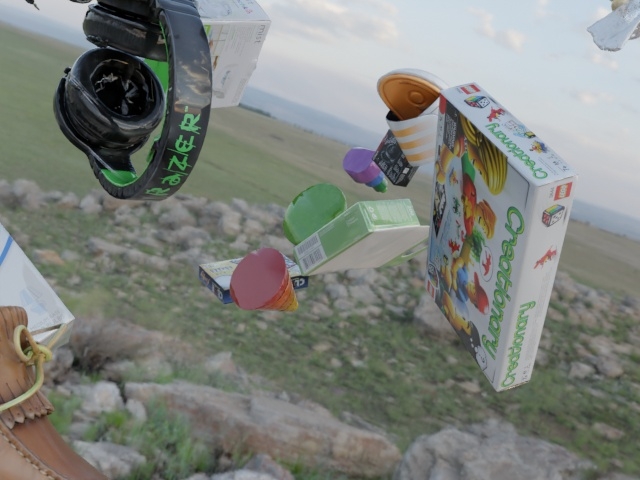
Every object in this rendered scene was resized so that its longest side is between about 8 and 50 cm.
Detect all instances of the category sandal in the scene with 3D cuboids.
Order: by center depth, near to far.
[{"bbox_3d":[0.171,-0.123,0.993,0.265,0.076,0.102,46,-35,-21],"label":"sandal"}]

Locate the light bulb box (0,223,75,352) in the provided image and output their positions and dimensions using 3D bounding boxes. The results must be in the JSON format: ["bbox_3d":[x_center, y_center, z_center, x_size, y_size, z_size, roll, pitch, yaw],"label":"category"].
[{"bbox_3d":[-0.667,0.113,1.190,0.361,0.358,0.225,51,-29,1],"label":"light bulb box"}]

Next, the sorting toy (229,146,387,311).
[{"bbox_3d":[0.000,0.000,1.296,0.127,0.366,0.126,37,-5,45],"label":"sorting toy"}]

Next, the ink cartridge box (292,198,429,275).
[{"bbox_3d":[0.096,-0.005,1.159,0.235,0.171,0.056,-6,69,-43],"label":"ink cartridge box"}]

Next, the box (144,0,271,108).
[{"bbox_3d":[-0.272,-0.441,1.689,0.231,0.262,0.127,-16,58,-38],"label":"box"}]

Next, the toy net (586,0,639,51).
[{"bbox_3d":[0.423,-0.340,0.952,0.122,0.232,0.045,-4,-27,43],"label":"toy net"}]

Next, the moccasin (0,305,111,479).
[{"bbox_3d":[-0.320,0.099,0.658,0.380,0.147,0.139,47,-15,5],"label":"moccasin"}]

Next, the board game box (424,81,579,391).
[{"bbox_3d":[0.191,0.002,0.821,0.053,0.306,0.193,-15,42,-14],"label":"board game box"}]

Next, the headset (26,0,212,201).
[{"bbox_3d":[-0.263,-0.222,0.869,0.185,0.243,0.394,3,42,-39],"label":"headset"}]

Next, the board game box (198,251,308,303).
[{"bbox_3d":[-0.176,0.094,1.886,0.243,0.042,0.165,-9,25,-30],"label":"board game box"}]

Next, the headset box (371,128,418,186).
[{"bbox_3d":[0.124,-0.137,1.175,0.032,0.062,0.083,6,36,-38],"label":"headset box"}]
